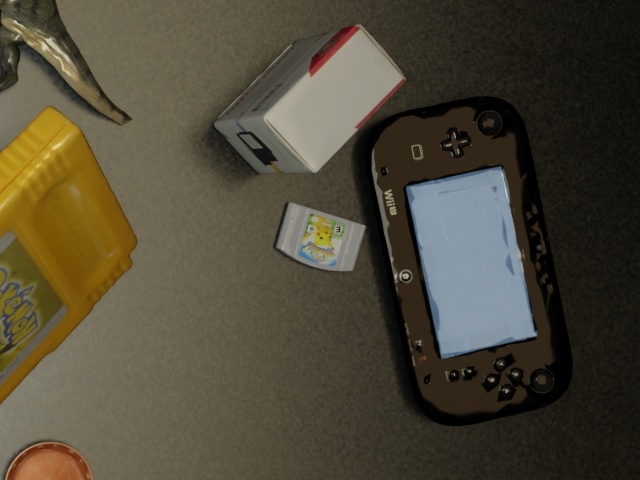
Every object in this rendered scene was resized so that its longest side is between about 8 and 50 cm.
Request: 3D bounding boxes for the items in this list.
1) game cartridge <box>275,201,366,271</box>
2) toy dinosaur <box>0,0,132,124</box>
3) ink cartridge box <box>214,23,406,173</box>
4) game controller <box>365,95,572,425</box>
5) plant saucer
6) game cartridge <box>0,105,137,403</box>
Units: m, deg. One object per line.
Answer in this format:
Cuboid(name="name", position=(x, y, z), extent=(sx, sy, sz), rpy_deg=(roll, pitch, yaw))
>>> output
Cuboid(name="game cartridge", position=(0.000, 0.000, 1.755), extent=(0.083, 0.017, 0.056), rpy_deg=(16, 89, -16))
Cuboid(name="toy dinosaur", position=(-0.286, -0.200, 1.651), extent=(0.118, 0.064, 0.268), rpy_deg=(-34, 102, -21))
Cuboid(name="ink cartridge box", position=(-0.013, -0.130, 1.670), extent=(0.127, 0.175, 0.072), rpy_deg=(-46, 104, -12))
Cuboid(name="game controller", position=(0.147, 0.021, 1.772), extent=(0.166, 0.067, 0.319), rpy_deg=(-13, 92, -16))
Cuboid(name="plant saucer", position=(-0.257, 0.231, 1.677), extent=(0.083, 0.013, 0.083), rpy_deg=(0, 89, -17))
Cuboid(name="game cartridge", position=(-0.298, 0.065, 1.536), extent=(0.053, 0.285, 0.323), rpy_deg=(40, 78, 19))
